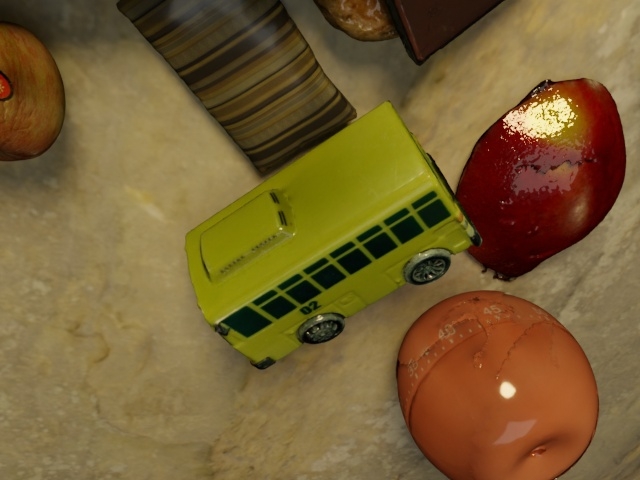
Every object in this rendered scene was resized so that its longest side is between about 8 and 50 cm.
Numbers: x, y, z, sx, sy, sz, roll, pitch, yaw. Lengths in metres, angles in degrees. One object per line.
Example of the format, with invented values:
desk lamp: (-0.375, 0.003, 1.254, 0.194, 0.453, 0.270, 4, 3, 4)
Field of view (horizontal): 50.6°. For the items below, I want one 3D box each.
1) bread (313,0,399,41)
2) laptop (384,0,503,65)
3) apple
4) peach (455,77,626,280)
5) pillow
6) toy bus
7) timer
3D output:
bread: (0.030, -0.213, 0.540, 0.082, 0.060, 0.113, -23, 129, 3)
laptop: (0.123, -0.253, 0.513, 0.207, 0.026, 0.154, -39, 126, -9)
apple: (-0.257, -0.113, 0.507, 0.126, 0.126, 0.102, -1, 87, -15)
peach: (0.241, -0.039, 0.740, 0.189, 0.068, 0.279, -8, 130, -6)
pillow: (-0.063, -0.152, 0.578, 0.113, 0.038, 0.203, -30, 129, 12)
toy bus: (0.000, 0.000, 0.651, 0.262, 0.128, 0.150, -32, 141, 12)
timer: (0.207, 0.178, 0.815, 0.230, 0.215, 0.229, -12, 129, -15)
